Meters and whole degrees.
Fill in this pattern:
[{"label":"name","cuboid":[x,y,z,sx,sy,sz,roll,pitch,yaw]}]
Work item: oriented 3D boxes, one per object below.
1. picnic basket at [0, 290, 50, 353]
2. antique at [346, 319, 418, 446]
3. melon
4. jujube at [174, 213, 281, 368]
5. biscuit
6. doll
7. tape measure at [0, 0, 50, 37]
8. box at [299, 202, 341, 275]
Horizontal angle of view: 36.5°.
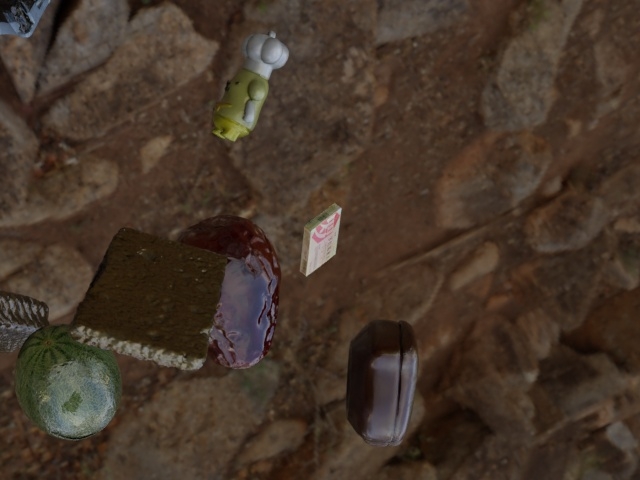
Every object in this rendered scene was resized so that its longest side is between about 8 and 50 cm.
[{"label":"picnic basket","cuboid":[-0.463,0.114,1.342,0.110,0.055,0.193,-26,160,17]},{"label":"antique","cuboid":[0.117,0.274,1.863,0.129,0.223,0.278,3,136,-1]},{"label":"melon","cuboid":[-0.335,0.192,1.298,0.139,0.139,0.192,-25,140,-15]},{"label":"jujube","cuboid":[-0.155,0.086,1.630,0.190,0.255,0.190,-5,-159,2]},{"label":"biscuit","cuboid":[-0.164,0.054,0.966,0.231,0.131,0.025,-86,-166,-67]},{"label":"doll","cuboid":[-0.099,-0.214,1.334,0.162,0.062,0.106,-64,-152,-1]},{"label":"tape measure","cuboid":[-0.647,-0.502,1.996,0.182,0.181,0.107,8,145,24]},{"label":"box","cuboid":[0.000,0.000,1.241,0.058,0.015,0.093,-39,154,-31]}]
